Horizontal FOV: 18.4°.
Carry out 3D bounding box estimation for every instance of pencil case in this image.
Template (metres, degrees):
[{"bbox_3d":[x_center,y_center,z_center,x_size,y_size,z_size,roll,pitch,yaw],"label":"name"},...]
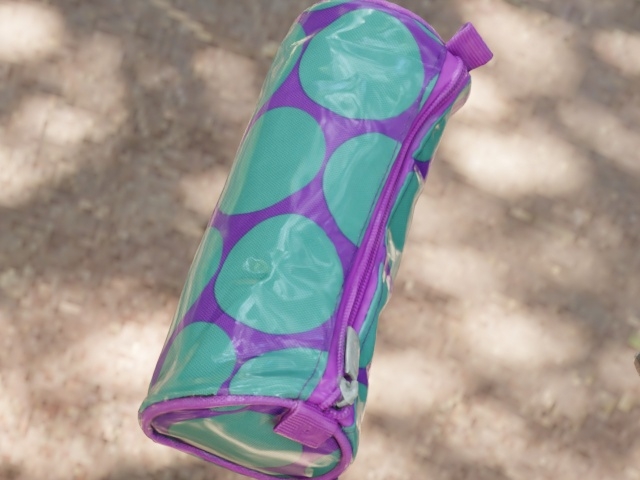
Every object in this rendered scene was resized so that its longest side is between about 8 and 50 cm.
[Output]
[{"bbox_3d":[0.000,0.000,0.591,0.064,0.070,0.151,46,50,-39],"label":"pencil case"}]

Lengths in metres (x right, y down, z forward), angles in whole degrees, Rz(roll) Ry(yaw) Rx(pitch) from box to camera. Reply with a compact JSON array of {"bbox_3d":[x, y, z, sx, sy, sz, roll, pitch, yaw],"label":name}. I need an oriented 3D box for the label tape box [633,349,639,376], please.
[{"bbox_3d":[0.213,0.125,0.687,0.115,0.347,0.249,-10,70,-20],"label":"label tape box"}]
